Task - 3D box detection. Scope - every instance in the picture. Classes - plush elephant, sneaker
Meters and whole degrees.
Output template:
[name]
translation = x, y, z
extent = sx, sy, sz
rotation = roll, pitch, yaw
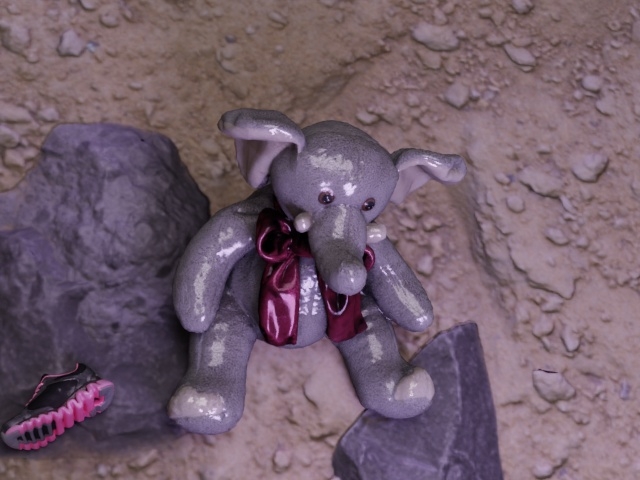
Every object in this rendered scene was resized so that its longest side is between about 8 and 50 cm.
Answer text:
[plush elephant]
translation = 0.000, 0.000, 1.679
extent = 0.271, 0.255, 0.330
rotation = 4, 61, -15
[sneaker]
translation = -0.256, 0.154, 1.646
extent = 0.119, 0.047, 0.057
rotation = -27, 58, -32
